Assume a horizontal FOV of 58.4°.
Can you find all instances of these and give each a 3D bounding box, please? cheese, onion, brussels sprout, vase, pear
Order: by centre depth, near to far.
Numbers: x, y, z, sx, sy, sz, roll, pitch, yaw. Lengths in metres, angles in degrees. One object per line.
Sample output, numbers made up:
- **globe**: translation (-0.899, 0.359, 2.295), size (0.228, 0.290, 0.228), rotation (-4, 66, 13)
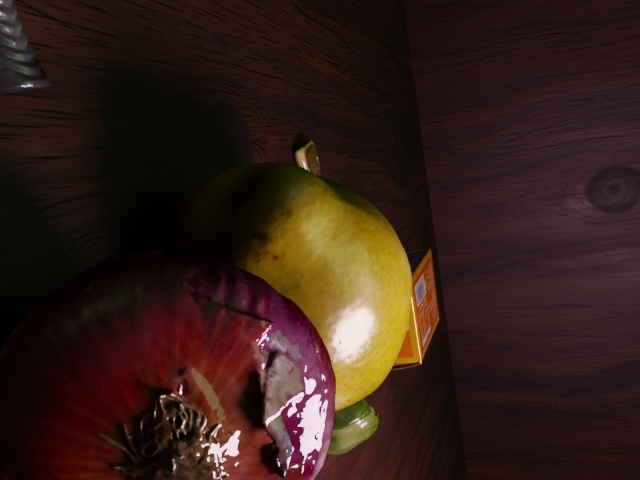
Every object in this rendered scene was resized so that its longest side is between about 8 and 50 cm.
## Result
- **vase**: translation (-0.337, -0.259, 0.547), size (0.115, 0.115, 0.237), rotation (-48, 132, -62)
- **onion**: translation (-0.163, 0.167, 0.621), size (0.285, 0.348, 0.347), rotation (-132, -157, -65)
- **pear**: translation (-0.041, 0.073, 0.864), size (0.418, 0.362, 0.362), rotation (59, 32, -42)
- **brussels sprout**: translation (0.038, 0.392, 1.247), size (0.131, 0.145, 0.183), rotation (63, -26, 12)
- **cheese**: translation (-0.021, -0.156, 1.388), size (0.086, 0.036, 0.162), rotation (-58, 136, -56)

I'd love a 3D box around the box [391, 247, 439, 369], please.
- **box**: translation (0.133, 0.159, 1.385), size (0.283, 0.260, 0.213), rotation (-33, 113, -66)
